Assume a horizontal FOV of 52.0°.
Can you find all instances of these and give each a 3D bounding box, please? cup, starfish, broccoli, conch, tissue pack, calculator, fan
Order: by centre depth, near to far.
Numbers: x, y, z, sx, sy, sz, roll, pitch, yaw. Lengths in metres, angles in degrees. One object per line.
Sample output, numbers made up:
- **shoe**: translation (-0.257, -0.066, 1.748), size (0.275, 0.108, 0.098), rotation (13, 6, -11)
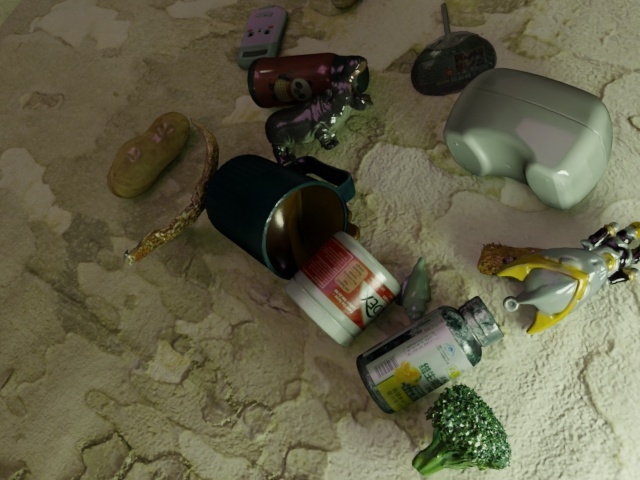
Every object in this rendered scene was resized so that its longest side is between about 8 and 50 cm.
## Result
- **broccoli**: translation (0.252, 0.379, 1.265), size (0.194, 0.194, 0.219), rotation (-21, 19, 15)
- **tissue pack**: translation (0.461, -0.239, 1.431), size (0.333, 0.229, 0.236), rotation (30, 83, 34)
- **conch**: translation (0.213, 0.124, 1.478), size (0.065, 0.088, 0.180), rotation (18, 59, -14)
- **cup**: translation (-0.101, -0.094, 1.598), size (0.292, 0.242, 0.307), rotation (28, 86, 46)
- **starfish**: translation (-0.357, -0.108, 1.708), size (0.132, 0.384, 0.398), rotation (23, 86, -8)
- **fan**: translation (0.369, -0.504, 1.743), size (0.223, 0.012, 0.294), rotation (17, 75, 31)
- **calculator**: translation (-0.182, -0.631, 2.055), size (0.141, 0.045, 0.246), rotation (2, 67, 27)

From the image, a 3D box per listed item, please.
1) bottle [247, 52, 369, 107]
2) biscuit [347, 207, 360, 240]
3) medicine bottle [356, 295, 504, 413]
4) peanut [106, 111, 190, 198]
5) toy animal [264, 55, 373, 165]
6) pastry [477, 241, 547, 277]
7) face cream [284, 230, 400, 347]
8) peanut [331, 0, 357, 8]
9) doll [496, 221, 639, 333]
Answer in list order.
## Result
- **bottle**: translation (-0.028, -0.454, 1.831), size (0.336, 0.144, 0.144), rotation (0, 66, 25)
- **biscuit**: translation (0.000, 0.000, 1.652), size (0.205, 0.031, 0.138), rotation (-31, 47, 9)
- **medicine bottle**: translation (0.228, 0.230, 1.360), size (0.293, 0.141, 0.141), rotation (-33, 56, 7)
- **peanut**: translation (-0.515, -0.258, 1.964), size (0.319, 0.147, 0.147), rotation (-47, 55, -3)
- **toy animal**: translation (0.011, -0.329, 1.732), size (0.343, 0.106, 0.168), rotation (-32, 95, 20)
- **pastry**: translation (0.414, 0.046, 1.418), size (0.140, 0.056, 0.080), rotation (9, 69, 33)
- **face cream**: translation (0.051, 0.107, 1.472), size (0.187, 0.201, 0.201), rotation (-46, 55, -1)
- **peanut**: translation (0.117, -0.775, 1.955), size (0.214, 0.099, 0.099), rotation (-33, 56, 9)
- **doll**: translation (0.519, 0.070, 1.327), size (0.316, 0.145, 0.103), rotation (-28, 30, 5)
